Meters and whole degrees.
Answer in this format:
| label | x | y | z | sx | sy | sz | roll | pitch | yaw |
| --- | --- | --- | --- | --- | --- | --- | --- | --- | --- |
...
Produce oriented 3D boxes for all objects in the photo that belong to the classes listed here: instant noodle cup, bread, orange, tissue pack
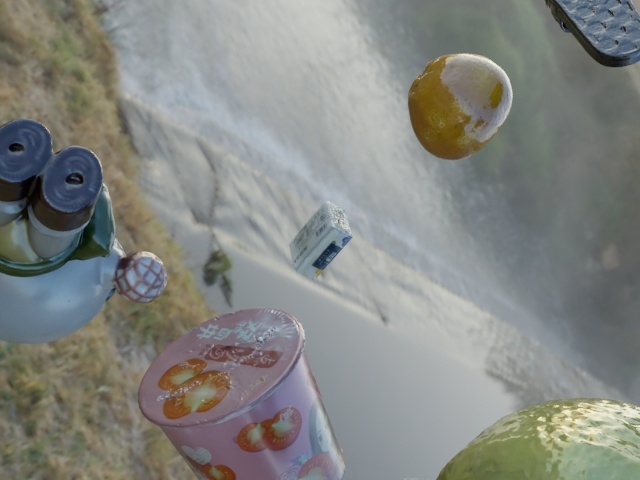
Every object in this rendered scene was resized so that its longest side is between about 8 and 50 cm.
| label | x | y | z | sx | sy | sz | roll | pitch | yaw |
| --- | --- | --- | --- | --- | --- | --- | --- | --- | --- |
| instant noodle cup | -0.096 | 0.253 | 1.581 | 0.243 | 0.243 | 0.231 | -82 | 153 | -58 |
| bread | 0.251 | 0.298 | 1.089 | 0.237 | 0.320 | 0.320 | -17 | 78 | -39 |
| orange | 0.193 | -0.193 | 1.628 | 0.136 | 0.159 | 0.159 | 35 | 25 | -6 |
| tissue pack | 0.000 | 0.000 | 1.455 | 0.042 | 0.083 | 0.062 | 26 | 29 | -30 |

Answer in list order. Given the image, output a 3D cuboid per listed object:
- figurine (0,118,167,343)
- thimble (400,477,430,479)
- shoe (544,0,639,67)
| label | x | y | z | sx | sy | sz | roll | pitch | yaw |
| --- | --- | --- | --- | --- | --- | --- | --- | --- | --- |
| figurine | -0.286 | -0.001 | 1.133 | 0.281 | 0.370 | 0.167 | 28 | 64 | -7 |
| thimble | 0.151 | 0.390 | 1.350 | 0.250 | 0.172 | 0.204 | 108 | -7 | -60 |
| shoe | 0.253 | -0.209 | 1.072 | 0.049 | 0.071 | 0.179 | 74 | 0 | -47 |
